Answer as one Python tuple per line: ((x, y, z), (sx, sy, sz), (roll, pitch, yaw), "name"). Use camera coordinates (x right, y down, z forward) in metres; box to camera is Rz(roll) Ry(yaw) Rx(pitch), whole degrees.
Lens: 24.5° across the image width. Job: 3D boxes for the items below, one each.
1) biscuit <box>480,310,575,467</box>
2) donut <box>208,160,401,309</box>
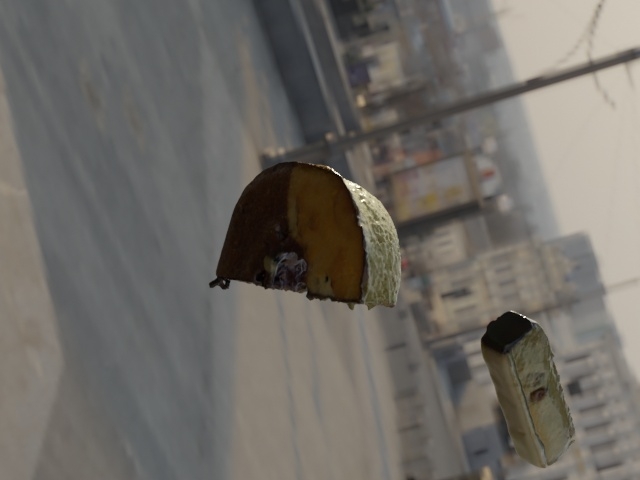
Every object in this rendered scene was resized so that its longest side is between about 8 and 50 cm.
((0.201, 0.148, 1.437), (0.052, 0.056, 0.188), (24, -31, 42), "biscuit")
((0.001, 0.000, 1.424), (0.085, 0.217, 0.141), (10, 92, -41), "donut")
